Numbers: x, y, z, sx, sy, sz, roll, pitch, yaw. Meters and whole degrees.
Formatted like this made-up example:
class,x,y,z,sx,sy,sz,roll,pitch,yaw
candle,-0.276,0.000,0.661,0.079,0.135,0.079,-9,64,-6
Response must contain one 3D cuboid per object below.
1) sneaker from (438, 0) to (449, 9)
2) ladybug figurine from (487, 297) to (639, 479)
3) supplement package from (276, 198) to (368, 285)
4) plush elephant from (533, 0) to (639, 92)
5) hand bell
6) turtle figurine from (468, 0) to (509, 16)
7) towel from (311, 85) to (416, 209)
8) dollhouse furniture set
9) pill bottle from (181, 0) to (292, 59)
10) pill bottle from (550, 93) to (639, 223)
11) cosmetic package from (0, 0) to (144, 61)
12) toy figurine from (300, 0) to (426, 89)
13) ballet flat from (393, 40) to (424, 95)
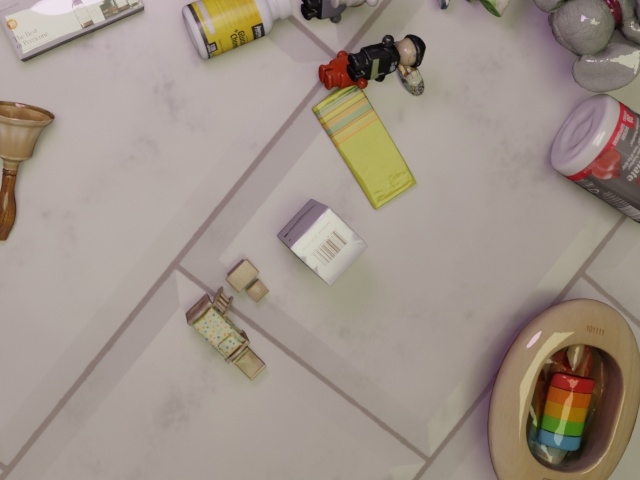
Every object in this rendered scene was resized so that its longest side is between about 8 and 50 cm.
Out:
class,x,y,z,sx,sy,sz,roll,pitch,yaw
sneaker,0.208,-0.502,1.730,0.058,0.052,0.135,-17,93,2
ladybug figurine,0.472,0.328,1.820,0.305,0.162,0.450,16,93,-13
supplement package,0.000,0.000,1.680,0.105,0.179,0.105,43,88,-13
plush elephant,0.536,-0.434,1.700,0.255,0.330,0.272,-20,108,11
hand bell,-0.552,-0.115,1.617,0.126,0.126,0.242,9,108,-12
turtle figurine,0.352,-0.568,1.664,0.198,0.274,0.266,41,95,11
towel,0.086,-0.184,1.758,0.102,0.021,0.237,-33,102,0
dollhouse furniture set,-0.133,0.155,1.714,0.161,0.101,0.182,-44,103,-3
pill bottle,-0.149,-0.406,1.641,0.184,0.103,0.103,-24,101,-6
pill bottle,0.629,-0.137,1.785,0.318,0.176,0.176,29,91,-13
cosmetic package,-0.441,-0.410,1.607,0.239,0.060,0.099,-26,100,-7
toy figurine,0.076,-0.383,1.635,0.148,0.213,0.210,-19,97,-18
ballet flat,0.168,-0.329,1.743,0.041,0.041,0.114,-30,102,-6
